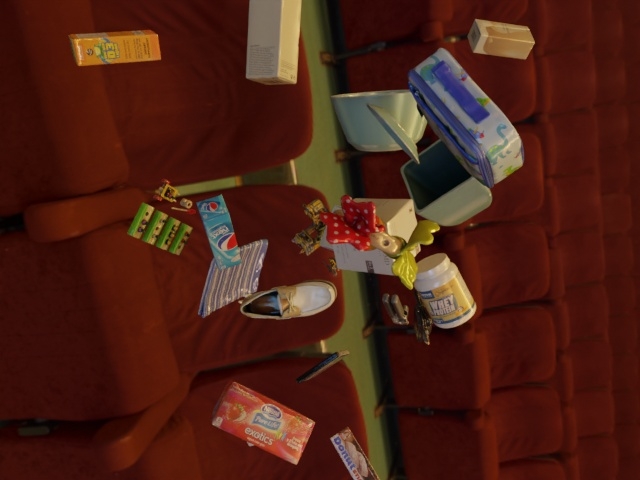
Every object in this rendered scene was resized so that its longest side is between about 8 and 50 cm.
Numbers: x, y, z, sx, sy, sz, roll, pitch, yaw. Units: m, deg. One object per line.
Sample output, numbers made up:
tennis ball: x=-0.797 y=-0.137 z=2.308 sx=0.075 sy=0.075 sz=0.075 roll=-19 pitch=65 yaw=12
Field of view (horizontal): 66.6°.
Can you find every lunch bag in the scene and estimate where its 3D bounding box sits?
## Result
lunch bag: x=0.239 y=-0.203 z=0.812 sx=0.219 sy=0.090 sz=0.176 roll=59 pitch=12 yaw=24

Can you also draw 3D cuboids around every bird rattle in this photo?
bird rattle: x=0.095 y=-0.006 z=0.972 sx=0.253 sy=0.207 sz=0.143 roll=16 pitch=95 yaw=-25

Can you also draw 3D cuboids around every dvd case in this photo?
dvd case: x=0.014 y=0.471 z=1.832 sx=0.022 sy=0.180 sz=0.253 roll=57 pitch=4 yaw=15

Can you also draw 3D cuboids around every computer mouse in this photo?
computer mouse: x=0.390 y=0.316 z=1.801 sx=0.184 sy=0.060 sz=0.262 roll=-96 pitch=176 yaw=-47

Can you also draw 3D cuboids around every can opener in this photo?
can opener: x=0.342 y=0.298 z=2.184 sx=0.283 sy=0.076 sz=0.095 roll=61 pitch=39 yaw=-51

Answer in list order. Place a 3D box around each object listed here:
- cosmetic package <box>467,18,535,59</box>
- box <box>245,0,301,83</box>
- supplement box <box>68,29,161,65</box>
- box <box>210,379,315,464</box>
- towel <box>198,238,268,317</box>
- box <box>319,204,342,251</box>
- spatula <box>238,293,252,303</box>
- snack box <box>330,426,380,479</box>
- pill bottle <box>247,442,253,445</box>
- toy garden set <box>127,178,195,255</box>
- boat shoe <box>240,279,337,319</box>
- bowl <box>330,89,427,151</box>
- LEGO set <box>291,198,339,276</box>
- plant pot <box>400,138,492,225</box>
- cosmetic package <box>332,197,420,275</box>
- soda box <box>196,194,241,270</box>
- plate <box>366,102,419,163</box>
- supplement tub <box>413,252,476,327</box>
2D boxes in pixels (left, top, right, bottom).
cosmetic package: x=0.361 y=-0.403 z=0.976 sx=0.041 sy=0.115 sz=0.060 roll=105 pitch=-15 yaw=-54
box: x=-0.120 y=-0.551 z=1.257 sx=0.094 sy=0.113 sz=0.275 roll=-9 pitch=107 yaw=-59
supplement box: x=-0.590 y=-0.556 z=1.405 sx=0.233 sy=0.080 sz=0.078 roll=-16 pitch=128 yaw=-25
box: x=-0.162 y=0.494 z=1.337 sx=0.123 sy=0.256 sz=0.128 roll=-64 pitch=-172 yaw=-18
towel: x=-0.309 y=0.131 z=1.794 sx=0.336 sy=0.040 sz=0.243 roll=-25 pitch=136 yaw=-61
box: x=0.121 y=-0.006 z=1.662 sx=0.232 sy=0.126 sz=0.149 roll=27 pitch=83 yaw=-59
spatula: x=-0.323 y=0.270 z=2.207 sx=0.019 sy=0.168 sz=0.242 roll=-69 pitch=163 yaw=7
snack box: x=0.102 y=0.645 z=1.431 sx=0.178 sy=0.064 sz=0.022 roll=55 pitch=-5 yaw=24
pill bottle: x=-0.257 y=0.649 z=1.688 sx=0.116 sy=0.065 sz=0.065 roll=61 pitch=25 yaw=-5
toy garden set: x=-0.487 y=-0.070 z=1.594 sx=0.204 sy=0.049 sz=0.244 roll=-65 pitch=154 yaw=-7
boat shoe: x=-0.101 y=0.193 z=1.496 sx=0.103 sy=0.302 sz=0.113 roll=-12 pitch=89 yaw=-75
bowl: x=0.188 y=-0.359 z=1.453 sx=0.311 sy=0.311 sz=0.163 roll=-44 pitch=134 yaw=-63
LEGO set: x=0.000 y=0.000 z=2.162 sx=0.192 sy=0.331 sz=0.255 roll=-37 pitch=162 yaw=-16
plant pot: x=0.489 y=-0.197 z=1.794 sx=0.252 sy=0.247 sz=0.248 roll=30 pitch=36 yaw=-39
cosmetic package: x=0.143 y=-0.015 z=1.282 sx=0.151 sy=0.183 sz=0.151 roll=-38 pitch=122 yaw=-44
soda box: x=-0.258 y=-0.015 z=1.254 sx=0.210 sy=0.067 sz=0.071 roll=87 pitch=-21 yaw=-52
plate: x=0.177 y=-0.255 z=1.141 sx=0.188 sy=0.024 sz=0.188 roll=46 pitch=12 yaw=-13
supplement tub: x=0.379 y=0.155 z=1.515 sx=0.200 sy=0.144 sz=0.144 roll=60 pitch=28 yaw=-11
